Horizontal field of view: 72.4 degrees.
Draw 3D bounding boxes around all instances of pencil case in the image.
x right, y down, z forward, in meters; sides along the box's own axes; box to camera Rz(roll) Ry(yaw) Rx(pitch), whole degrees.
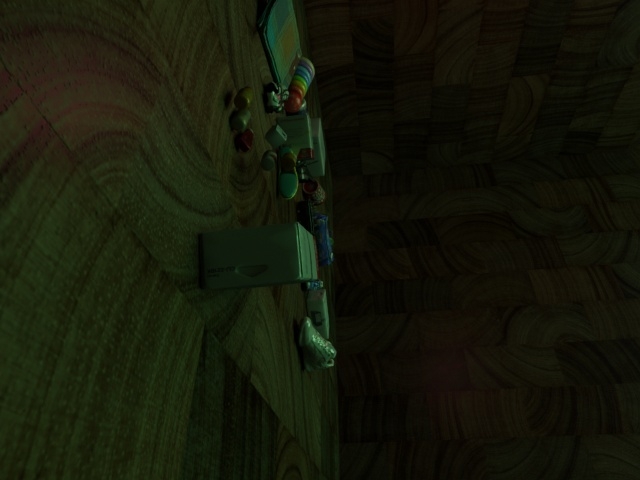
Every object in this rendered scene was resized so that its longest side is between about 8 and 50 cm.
[{"bbox_3d":[0.000,0.000,2.426,0.119,0.133,0.306,-29,118,-47],"label":"pencil case"}]

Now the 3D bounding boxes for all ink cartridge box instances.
[{"bbox_3d":[-0.010,0.370,2.204,0.154,0.093,0.212,-75,161,-75],"label":"ink cartridge box"},{"bbox_3d":[-0.099,-0.420,1.805,0.127,0.128,0.176,-56,141,-81],"label":"ink cartridge box"},{"bbox_3d":[-0.117,0.042,0.944,0.273,0.197,0.114,41,43,-82],"label":"ink cartridge box"}]

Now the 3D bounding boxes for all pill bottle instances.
[{"bbox_3d":[-0.102,-0.575,2.060,0.169,0.094,0.094,78,9,-47],"label":"pill bottle"}]

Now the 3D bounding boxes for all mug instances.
[{"bbox_3d":[-0.035,-0.252,2.389,0.169,0.113,0.150,55,29,-72],"label":"mug"}]

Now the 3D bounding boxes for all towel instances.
[{"bbox_3d":[-0.145,-0.787,1.723,0.370,0.040,0.271,73,33,-65],"label":"towel"}]

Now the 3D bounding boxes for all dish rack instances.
[{"bbox_3d":[-0.055,-0.110,2.194,0.271,0.074,0.208,-42,128,-77],"label":"dish rack"}]

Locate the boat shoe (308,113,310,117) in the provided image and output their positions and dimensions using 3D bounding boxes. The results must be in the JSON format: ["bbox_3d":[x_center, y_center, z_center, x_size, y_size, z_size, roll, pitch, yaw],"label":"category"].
[{"bbox_3d":[-0.076,-0.608,2.369,0.095,0.095,0.257,-97,177,-46],"label":"boat shoe"}]

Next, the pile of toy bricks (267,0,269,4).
[{"bbox_3d":[-0.182,-1.024,1.734,0.105,0.118,0.212,6,-65,59],"label":"pile of toy bricks"}]

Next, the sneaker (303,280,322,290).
[{"bbox_3d":[-0.040,0.204,2.108,0.211,0.081,0.080,28,59,-81],"label":"sneaker"}]

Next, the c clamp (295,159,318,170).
[{"bbox_3d":[-0.088,-0.318,1.854,0.161,0.137,0.022,-39,107,-76],"label":"c clamp"}]

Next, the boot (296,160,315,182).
[{"bbox_3d":[-0.088,-0.391,2.073,0.263,0.091,0.228,-17,103,-82],"label":"boot"}]

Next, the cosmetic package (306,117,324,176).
[{"bbox_3d":[-0.054,-0.477,2.253,0.224,0.138,0.224,-87,172,-51],"label":"cosmetic package"}]

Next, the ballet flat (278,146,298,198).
[{"bbox_3d":[-0.129,-0.249,1.690,0.077,0.077,0.230,112,-24,-65],"label":"ballet flat"}]

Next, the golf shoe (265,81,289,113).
[{"bbox_3d":[-0.159,-0.544,1.591,0.198,0.077,0.093,-90,172,-47],"label":"golf shoe"}]

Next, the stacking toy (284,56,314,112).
[{"bbox_3d":[-0.113,-0.690,1.960,0.141,0.141,0.330,79,14,-46],"label":"stacking toy"}]

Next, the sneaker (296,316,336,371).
[{"bbox_3d":[-0.015,0.427,1.833,0.114,0.152,0.305,-84,166,-52],"label":"sneaker"}]

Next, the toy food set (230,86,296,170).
[{"bbox_3d":[-0.156,-0.286,1.162,0.232,0.111,0.104,46,25,-25],"label":"toy food set"}]

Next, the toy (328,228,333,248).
[{"bbox_3d":[-0.003,-0.034,2.581,0.237,0.056,0.136,39,-43,52],"label":"toy"}]
